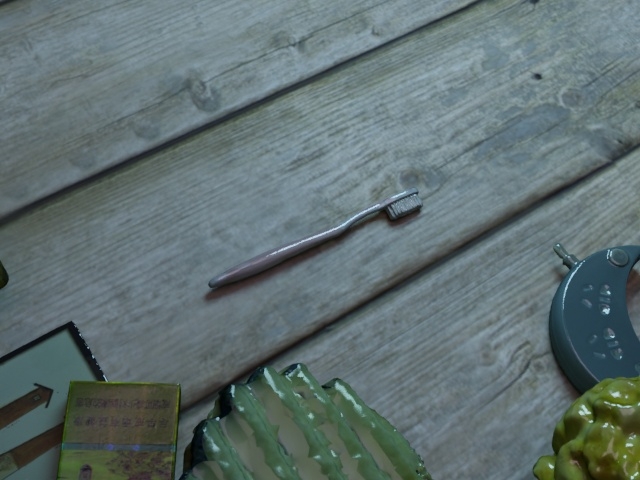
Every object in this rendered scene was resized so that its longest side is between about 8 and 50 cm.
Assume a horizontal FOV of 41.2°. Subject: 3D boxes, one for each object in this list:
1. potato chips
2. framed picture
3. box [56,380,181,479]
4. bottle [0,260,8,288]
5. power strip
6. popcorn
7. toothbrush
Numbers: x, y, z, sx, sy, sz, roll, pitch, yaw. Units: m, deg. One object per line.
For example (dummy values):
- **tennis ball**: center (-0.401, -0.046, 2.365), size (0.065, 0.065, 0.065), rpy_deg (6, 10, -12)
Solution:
- **potato chips**: center (0.014, 0.315, 0.820), size (0.358, 0.070, 0.429), rpy_deg (-14, 63, -41)
- **framed picture**: center (-0.355, 0.258, 0.901), size (0.323, 0.013, 0.244), rpy_deg (-29, 69, -20)
- **box**: center (-0.214, 0.245, 0.900), size (0.121, 0.030, 0.193), rpy_deg (3, 62, -5)
- **bottle**: center (-0.521, 0.086, 0.894), size (0.171, 0.171, 0.351), rpy_deg (41, 67, 16)
- **power strip**: center (0.363, 0.106, 1.043), size (0.167, 0.054, 0.253), rpy_deg (-12, 64, -14)
- **popcorn**: center (0.341, 0.244, 0.891), size (0.235, 0.217, 0.181), rpy_deg (-28, 54, -9)
- **toothbrush**: center (0.000, 0.000, 1.078), size (0.307, 0.025, 0.030), rpy_deg (-24, 74, -19)
